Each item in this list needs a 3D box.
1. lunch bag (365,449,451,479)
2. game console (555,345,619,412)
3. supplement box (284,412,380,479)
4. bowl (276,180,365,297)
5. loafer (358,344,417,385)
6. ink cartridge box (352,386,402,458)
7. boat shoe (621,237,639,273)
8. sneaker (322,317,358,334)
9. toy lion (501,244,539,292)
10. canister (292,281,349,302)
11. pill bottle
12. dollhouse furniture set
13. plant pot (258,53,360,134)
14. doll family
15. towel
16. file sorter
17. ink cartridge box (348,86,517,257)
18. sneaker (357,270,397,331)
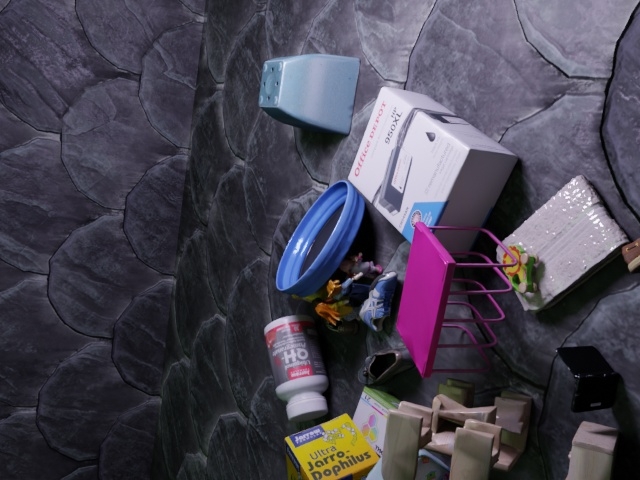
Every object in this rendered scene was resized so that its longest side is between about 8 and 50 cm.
[{"bbox_3d":[0.196,0.641,1.589,0.279,0.224,0.108,-55,37,-6],"label":"lunch bag"},{"bbox_3d":[0.511,0.267,1.263,0.071,0.122,0.107,20,104,58],"label":"game console"},{"bbox_3d":[0.037,0.690,1.775,0.195,0.194,0.356,44,144,51],"label":"supplement box"},{"bbox_3d":[0.000,0.000,1.996,0.391,0.077,0.391,-51,18,23],"label":"bowl"},{"bbox_3d":[0.173,0.347,1.830,0.267,0.084,0.096,-39,55,50],"label":"loafer"},{"bbox_3d":[0.158,0.556,1.762,0.189,0.097,0.255,21,90,61],"label":"ink cartridge box"},{"bbox_3d":[0.616,-0.010,1.176,0.178,0.064,0.060,-54,46,44],"label":"boat shoe"},{"bbox_3d":[0.043,0.248,2.060,0.188,0.071,0.066,17,101,57],"label":"sneaker"},{"bbox_3d":[0.429,0.061,1.416,0.096,0.034,0.100,-172,84,-68],"label":"toy lion"},{"bbox_3d":[-0.002,0.166,2.090,0.170,0.126,0.073,12,98,56],"label":"canister"},{"bbox_3d":[-0.072,0.419,2.130,0.176,0.176,0.318,-45,51,47],"label":"pill bottle"},{"bbox_3d":[0.358,0.466,1.292,0.394,0.362,0.256,8,92,28],"label":"dollhouse furniture set"},{"bbox_3d":[-0.057,-0.489,2.121,0.247,0.252,0.247,21,104,57],"label":"plant pot"},{"bbox_3d":[0.074,0.164,1.910,0.263,0.163,0.118,-57,38,30],"label":"doll family"},{"bbox_3d":[0.498,0.015,1.379,0.282,0.049,0.187,-53,46,41],"label":"towel"},{"bbox_3d":[0.307,0.131,1.478,0.202,0.182,0.290,-113,27,-61],"label":"file sorter"},{"bbox_3d":[0.264,-0.181,1.659,0.395,0.166,0.285,51,129,48],"label":"ink cartridge box"},{"bbox_3d":[0.179,0.172,1.857,0.081,0.080,0.211,55,142,36],"label":"sneaker"}]
